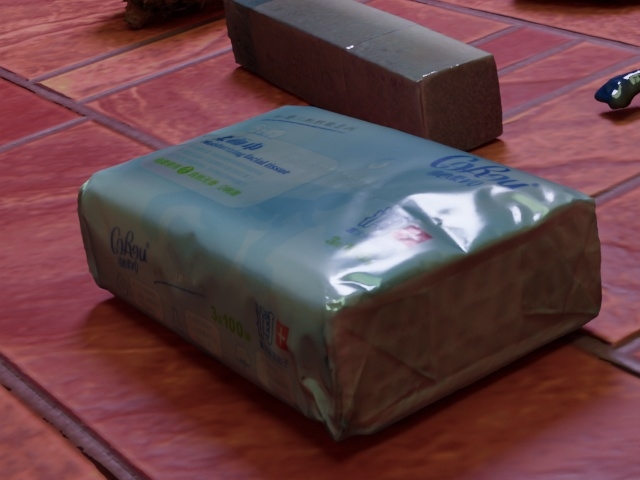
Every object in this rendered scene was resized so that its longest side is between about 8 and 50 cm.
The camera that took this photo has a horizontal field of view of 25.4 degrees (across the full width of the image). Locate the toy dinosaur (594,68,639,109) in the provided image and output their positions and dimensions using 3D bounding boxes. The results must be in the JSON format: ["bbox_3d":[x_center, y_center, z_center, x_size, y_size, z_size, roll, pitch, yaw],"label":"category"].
[{"bbox_3d":[0.336,-0.131,0.967,0.247,0.075,0.188,-27,22,-20],"label":"toy dinosaur"}]

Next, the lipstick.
[{"bbox_3d":[0.022,-0.139,1.091,0.068,0.066,0.317,-20,27,-21],"label":"lipstick"}]

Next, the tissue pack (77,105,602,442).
[{"bbox_3d":[0.000,0.000,0.785,0.177,0.089,0.263,-22,29,-28],"label":"tissue pack"}]

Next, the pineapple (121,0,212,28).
[{"bbox_3d":[-0.154,-0.268,1.384,0.161,0.137,0.176,26,-7,-39],"label":"pineapple"}]
